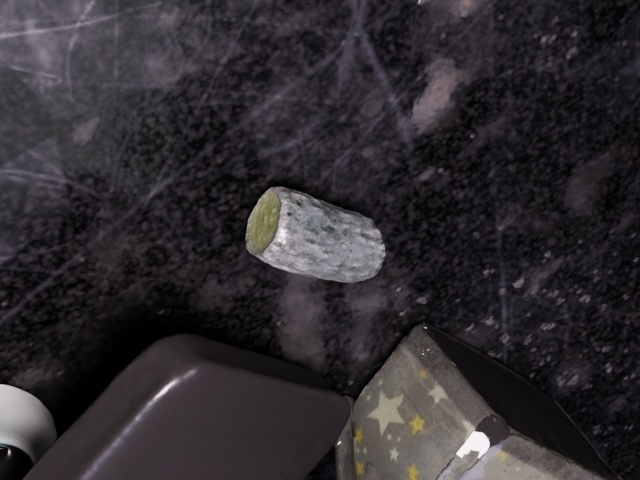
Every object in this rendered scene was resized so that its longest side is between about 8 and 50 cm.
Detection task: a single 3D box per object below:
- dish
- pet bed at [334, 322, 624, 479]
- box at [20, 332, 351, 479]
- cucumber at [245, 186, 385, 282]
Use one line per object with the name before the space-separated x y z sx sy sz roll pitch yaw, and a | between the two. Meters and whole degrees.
dish | -0.263 0.189 1.344 0.141 0.078 0.141 -14 128 -18
pet bed | 0.129 0.201 1.492 0.211 0.183 0.159 30 104 -39
box | -0.135 0.202 1.370 0.290 0.073 0.289 -48 152 11
cucumber | -0.002 -0.001 1.354 0.112 0.064 0.064 16 114 -36
